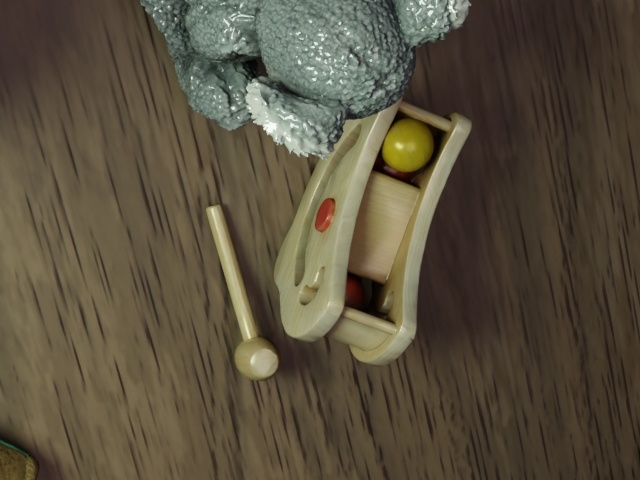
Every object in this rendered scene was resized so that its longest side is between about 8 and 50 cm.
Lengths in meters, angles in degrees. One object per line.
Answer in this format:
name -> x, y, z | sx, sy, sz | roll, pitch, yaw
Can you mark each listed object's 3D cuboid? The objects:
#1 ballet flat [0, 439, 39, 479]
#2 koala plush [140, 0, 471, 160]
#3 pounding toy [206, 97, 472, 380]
ballet flat -> -0.297, 0.317, 1.150 | 0.124, 0.116, 0.342 | 9, 97, -37
koala plush -> -0.014, -0.159, 1.010 | 0.196, 0.221, 0.203 | -40, 140, -3
pounding toy -> 0.000, 0.000, 1.120 | 0.154, 0.154, 0.270 | 21, 96, -20
